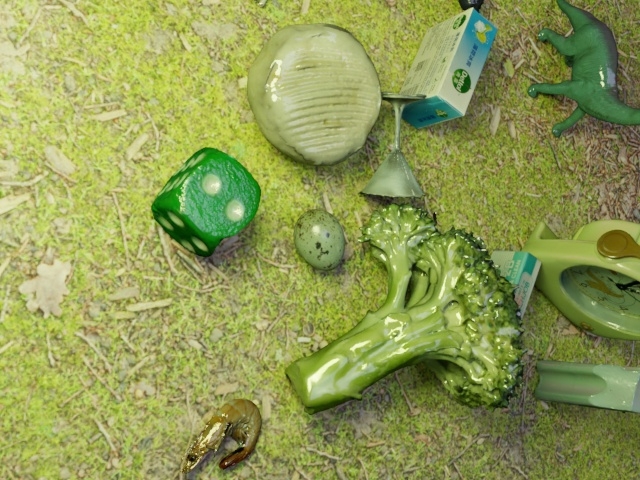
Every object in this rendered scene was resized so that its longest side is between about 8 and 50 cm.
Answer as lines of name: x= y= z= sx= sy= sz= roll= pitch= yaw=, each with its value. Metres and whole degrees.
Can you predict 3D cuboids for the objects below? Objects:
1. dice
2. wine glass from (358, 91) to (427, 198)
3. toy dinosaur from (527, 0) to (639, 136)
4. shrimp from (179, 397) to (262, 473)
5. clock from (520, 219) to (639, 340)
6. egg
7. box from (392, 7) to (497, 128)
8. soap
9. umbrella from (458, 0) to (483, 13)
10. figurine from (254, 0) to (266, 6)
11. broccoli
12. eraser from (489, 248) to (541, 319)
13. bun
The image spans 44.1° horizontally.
dice: x=-0.175 y=-0.059 z=1.205 sx=0.120 sy=0.128 sz=0.131 roll=45 pitch=68 yaw=-19
wine glass: x=0.131 y=-0.167 z=1.384 sx=0.122 sy=0.122 sz=0.182 roll=-4 pitch=100 yaw=-31
toy dinosaur: x=0.584 y=-0.360 z=1.565 sx=0.129 sy=0.331 sz=0.383 roll=10 pitch=83 yaw=-33
shrimp: x=-0.155 y=0.321 z=1.251 sx=0.162 sy=0.045 sz=0.095 roll=-44 pitch=129 yaw=-31
clock: x=0.585 y=0.074 z=1.525 sx=0.286 sy=0.348 sz=0.117 roll=43 pitch=67 yaw=-22
egg: x=0.000 y=0.000 z=1.332 sx=0.085 sy=0.085 sz=0.110 roll=-40 pitch=115 yaw=-27
box: x=0.229 y=-0.314 z=1.459 sx=0.073 sy=0.139 sz=0.194 roll=32 pitch=71 yaw=-25
soap: x=0.558 y=0.290 z=1.563 sx=0.145 sy=0.230 sz=0.091 roll=11 pitch=81 yaw=-30
umbrella: x=0.289 y=-0.503 z=1.551 sx=0.071 sy=0.071 sz=0.248 roll=-20 pitch=96 yaw=-31
figurine: x=-0.084 y=-0.448 z=1.339 sx=0.064 sy=0.047 sz=0.109 roll=32 pitch=75 yaw=-56
broccoli: x=0.171 y=0.185 z=1.346 sx=0.353 sy=0.274 sz=0.397 roll=24 pitch=60 yaw=18
eraser: x=0.342 y=0.127 z=1.521 sx=0.052 sy=0.096 sz=0.225 roll=35 pitch=71 yaw=-31
bun: x=-0.016 y=-0.244 z=1.307 sx=0.239 sy=0.141 sz=0.239 roll=-6 pitch=101 yaw=-32
